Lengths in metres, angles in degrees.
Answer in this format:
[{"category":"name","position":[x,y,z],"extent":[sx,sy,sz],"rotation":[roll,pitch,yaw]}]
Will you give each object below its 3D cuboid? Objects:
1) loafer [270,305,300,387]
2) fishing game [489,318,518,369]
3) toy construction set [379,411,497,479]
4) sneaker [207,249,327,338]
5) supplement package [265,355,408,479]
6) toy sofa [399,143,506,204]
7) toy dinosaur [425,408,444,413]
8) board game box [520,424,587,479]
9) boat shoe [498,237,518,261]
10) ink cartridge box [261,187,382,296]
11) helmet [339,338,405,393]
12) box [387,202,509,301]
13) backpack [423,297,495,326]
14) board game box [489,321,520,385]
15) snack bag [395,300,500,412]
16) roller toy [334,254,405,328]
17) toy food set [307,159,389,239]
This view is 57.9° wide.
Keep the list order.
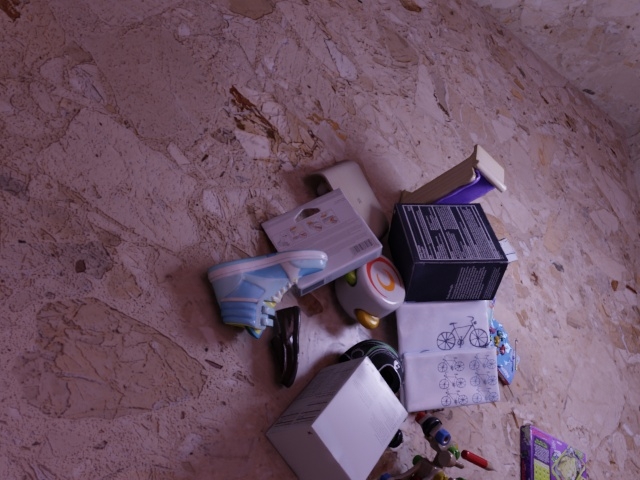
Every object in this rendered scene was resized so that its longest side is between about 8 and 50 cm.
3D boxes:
[{"category":"loafer","position":[-0.096,0.282,1.543],"extent":[0.079,0.080,0.219],"rotation":[4,65,-4]},{"category":"fishing game","position":[0.639,0.363,2.098],"extent":[0.264,0.041,0.189],"rotation":[38,48,-20]},{"category":"toy construction set","position":[0.346,0.629,1.604],"extent":[0.237,0.309,0.257],"rotation":[33,60,-30]},{"category":"sneaker","position":[-0.121,0.141,1.510],"extent":[0.319,0.127,0.208],"rotation":[-10,80,-14]},{"category":"supplement package","position":[0.045,0.468,1.477],"extent":[0.199,0.198,0.263],"rotation":[55,46,-7]},{"category":"toy sofa","position":[0.443,-0.150,1.988],"extent":[0.150,0.363,0.177],"rotation":[38,44,-21]},{"category":"toy dinosaur","position":[0.363,0.495,1.832],"extent":[0.183,0.053,0.092],"rotation":[3,67,-39]},{"category":"board game box","position":[0.848,0.824,2.093],"extent":[0.347,0.056,0.208],"rotation":[31,57,-26]},{"category":"boat shoe","position":[0.633,0.029,2.221],"extent":[0.367,0.136,0.156],"rotation":[-7,75,-45]},{"category":"ink cartridge box","position":[0.000,0.000,1.674],"extent":[0.275,0.060,0.238],"rotation":[-26,62,-15]},{"category":"helmet","position":[0.152,0.362,1.637],"extent":[0.162,0.169,0.169],"rotation":[-12,77,-23]},{"category":"box","position":[0.390,0.033,1.847],"extent":[0.294,0.182,0.296],"rotation":[1,41,-7]},{"category":"backpack","position":[0.458,0.251,1.941],"extent":[0.225,0.191,0.253],"rotation":[28,63,-12]},{"category":"board game box","position":[0.630,0.380,2.128],"extent":[0.281,0.027,0.145],"rotation":[52,45,-8]},{"category":"snack bag","position":[0.395,0.345,1.794],"extent":[0.323,0.037,0.342],"rotation":[-2,86,-11]},{"category":"roller toy","position":[0.146,0.147,1.746],"extent":[0.191,0.146,0.209],"rotation":[-24,79,-51]},{"category":"toy food set","position":[0.092,-0.110,1.877],"extent":[0.220,0.092,0.306],"rotation":[-30,92,-55]}]
